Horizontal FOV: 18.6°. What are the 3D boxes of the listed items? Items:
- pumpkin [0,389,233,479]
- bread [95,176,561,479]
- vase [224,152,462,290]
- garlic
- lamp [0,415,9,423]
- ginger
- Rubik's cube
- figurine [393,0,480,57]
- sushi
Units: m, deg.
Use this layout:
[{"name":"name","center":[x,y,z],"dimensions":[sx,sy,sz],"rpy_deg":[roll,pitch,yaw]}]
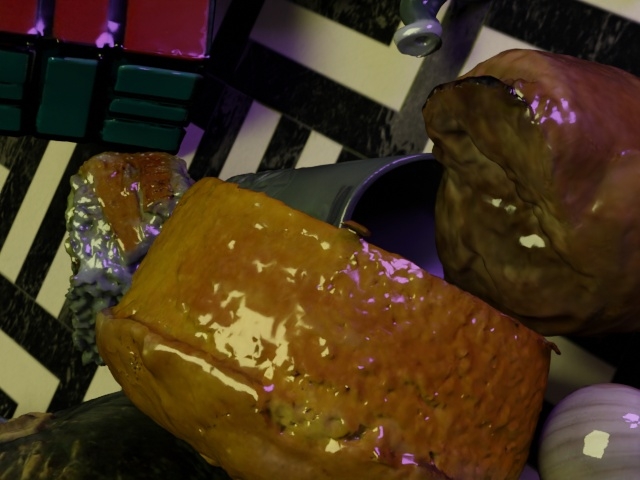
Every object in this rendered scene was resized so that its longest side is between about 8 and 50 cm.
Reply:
[{"name":"pumpkin","center":[-0.224,0.323,1.778],"dimensions":[0.454,0.454,0.344],"rpy_deg":[-21,92,41]},{"name":"bread","center":[0.005,0.108,1.558],"dimensions":[0.398,0.398,0.215],"rpy_deg":[23,85,49]},{"name":"vase","center":[0.000,0.000,1.860],"dimensions":[0.251,0.156,0.301],"rpy_deg":[-50,29,-21]},{"name":"garlic","center":[0.268,0.185,1.524],"dimensions":[0.207,0.207,0.257],"rpy_deg":[-51,10,21]},{"name":"lamp","center":[-0.433,0.321,2.138],"dimensions":[0.247,0.247,0.301],"rpy_deg":[15,78,46]},{"name":"ginger","center":[0.219,-0.047,1.568],"dimensions":[0.200,0.223,0.269],"rpy_deg":[34,140,39]},{"name":"Rubik's cube","center":[-0.256,-0.274,2.067],"dimensions":[0.288,0.283,0.293],"rpy_deg":[124,154,-69]},{"name":"figurine","center":[0.120,-0.316,1.865],"dimensions":[0.193,0.140,0.265],"rpy_deg":[145,119,-63]},{"name":"sushi","center":[-0.195,0.015,2.014],"dimensions":[0.274,0.139,0.184],"rpy_deg":[97,167,-56]}]
